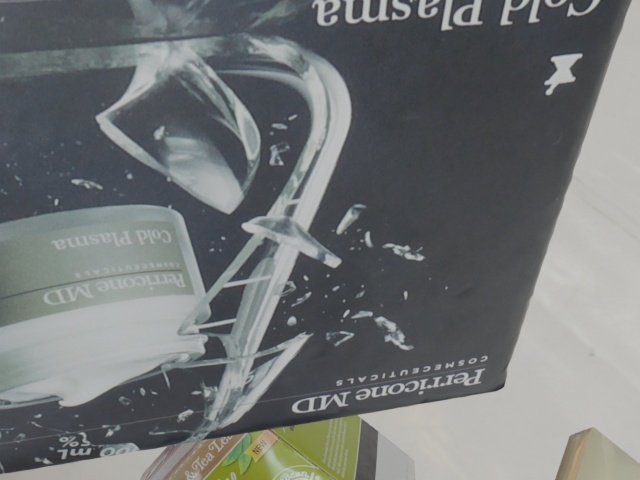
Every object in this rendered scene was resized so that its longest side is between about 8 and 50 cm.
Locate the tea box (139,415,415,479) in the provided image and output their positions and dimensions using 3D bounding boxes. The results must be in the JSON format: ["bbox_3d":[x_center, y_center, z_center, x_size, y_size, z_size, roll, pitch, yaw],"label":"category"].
[{"bbox_3d":[-0.081,0.396,1.438,0.323,0.220,0.329,38,108,-7],"label":"tea box"}]

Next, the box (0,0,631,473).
[{"bbox_3d":[-0.092,-0.108,0.665,0.472,0.479,0.297,95,163,-46],"label":"box"}]

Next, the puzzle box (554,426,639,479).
[{"bbox_3d":[0.456,0.477,1.270,0.409,0.272,0.052,39,142,-9],"label":"puzzle box"}]
